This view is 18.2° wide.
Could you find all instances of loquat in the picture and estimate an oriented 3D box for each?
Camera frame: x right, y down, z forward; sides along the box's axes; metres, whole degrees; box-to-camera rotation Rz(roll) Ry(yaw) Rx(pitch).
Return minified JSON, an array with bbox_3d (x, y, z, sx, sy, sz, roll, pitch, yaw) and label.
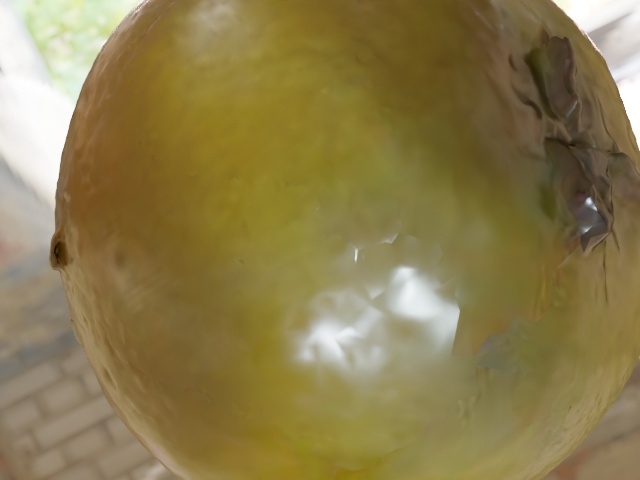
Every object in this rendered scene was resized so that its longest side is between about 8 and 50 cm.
[{"bbox_3d":[0.000,0.000,1.060,0.359,0.328,0.328,-17,-169,35],"label":"loquat"}]
